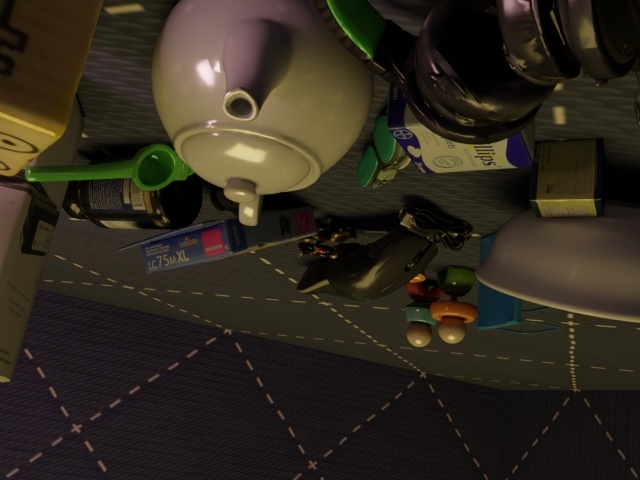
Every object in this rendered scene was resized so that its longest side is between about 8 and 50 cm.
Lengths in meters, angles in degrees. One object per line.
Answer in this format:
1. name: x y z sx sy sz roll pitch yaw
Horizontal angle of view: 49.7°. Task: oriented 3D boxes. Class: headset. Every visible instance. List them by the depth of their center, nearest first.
1. headset: 0.160 -0.143 0.552 0.394 0.185 0.243 26 160 -16

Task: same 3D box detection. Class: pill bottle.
1. pill bottle: -0.315 -0.079 1.136 0.219 0.122 0.123 2 162 25

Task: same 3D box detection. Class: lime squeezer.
1. lime squeezer: -0.198 -0.106 0.796 0.110 0.310 0.058 37 117 -2

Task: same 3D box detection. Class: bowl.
1. bowl: 0.373 0.009 0.956 0.298 0.134 0.298 8 -170 -1

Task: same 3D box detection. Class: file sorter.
1. file sorter: 0.352 0.073 1.211 0.105 0.170 0.118 10 164 -18

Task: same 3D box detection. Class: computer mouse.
1. computer mouse: 0.125 0.041 1.226 0.272 0.072 0.189 -33 145 33

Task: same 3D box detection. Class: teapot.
1. teapot: -0.068 -0.127 0.729 0.253 0.187 0.256 -5 159 41

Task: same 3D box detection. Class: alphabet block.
1. alphabet block: -0.338 -0.193 0.643 0.197 0.193 0.192 21 162 -34

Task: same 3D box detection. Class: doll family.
1. doll family: 0.000 0.000 1.312 0.193 0.075 0.111 -8 176 33

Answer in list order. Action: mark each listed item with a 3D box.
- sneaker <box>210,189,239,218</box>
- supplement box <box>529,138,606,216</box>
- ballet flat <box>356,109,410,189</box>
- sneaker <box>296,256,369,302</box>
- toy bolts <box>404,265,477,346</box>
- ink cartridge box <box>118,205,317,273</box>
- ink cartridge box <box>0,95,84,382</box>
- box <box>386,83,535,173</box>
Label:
1. sneaker: -0.153 -0.070 1.245 0.044 0.040 0.109 -20 154 32
2. supplement box: 0.311 -0.077 0.868 0.083 0.083 0.056 0 159 26
3. ballet flat: 0.096 -0.122 0.901 0.070 0.070 0.188 12 165 -8
4. sneaker: 0.039 0.106 1.592 0.118 0.083 0.222 36 153 -20
5. toy bolts: 0.224 0.151 1.554 0.219 0.158 0.228 10 164 -4
6. ink cartridge box: -0.161 -0.001 1.164 0.186 0.065 0.311 -13 178 30
7. ink cartridge box: -0.500 -0.046 0.876 0.286 0.394 0.166 11 161 -7
8. box: 0.160 -0.134 0.773 0.137 0.072 0.126 -2 161 26
